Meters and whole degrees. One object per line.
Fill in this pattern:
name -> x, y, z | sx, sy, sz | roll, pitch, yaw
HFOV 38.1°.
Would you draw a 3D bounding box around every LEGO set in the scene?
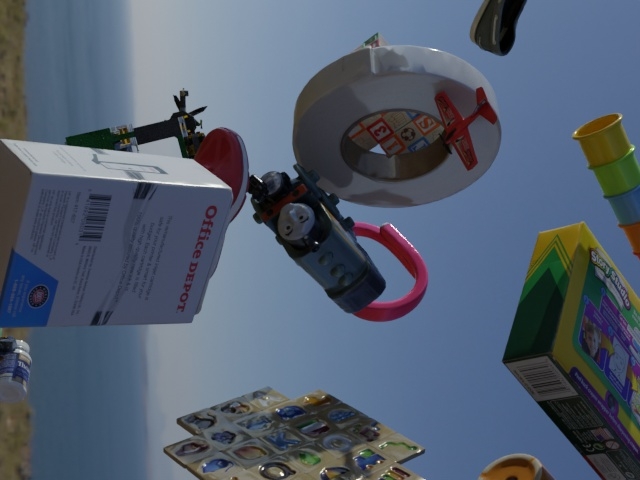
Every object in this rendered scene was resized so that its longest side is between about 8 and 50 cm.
LEGO set -> -0.371, -0.154, 1.962 | 0.192, 0.331, 0.254 | -66, 136, -78

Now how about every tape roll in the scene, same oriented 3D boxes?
tape roll -> 0.140, -0.201, 1.726 | 0.392, 0.392, 0.072 | 103, -10, -55

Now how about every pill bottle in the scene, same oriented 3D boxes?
pill bottle -> -0.613, 0.259, 1.848 | 0.120, 0.067, 0.067 | -98, -169, -47

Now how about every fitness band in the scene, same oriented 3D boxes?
fitness band -> 0.106, 0.057, 2.004 | 0.291, 0.209, 0.054 | 49, -29, 38

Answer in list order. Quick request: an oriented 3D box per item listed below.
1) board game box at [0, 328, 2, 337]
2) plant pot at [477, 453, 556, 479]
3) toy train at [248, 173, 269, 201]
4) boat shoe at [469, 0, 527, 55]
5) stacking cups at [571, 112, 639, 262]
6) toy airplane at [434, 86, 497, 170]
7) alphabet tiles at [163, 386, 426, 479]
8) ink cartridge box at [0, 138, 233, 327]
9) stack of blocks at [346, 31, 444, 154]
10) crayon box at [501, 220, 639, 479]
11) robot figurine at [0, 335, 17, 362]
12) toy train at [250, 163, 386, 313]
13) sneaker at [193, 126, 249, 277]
board game box -> -0.576, 0.126, 1.419 | 0.142, 0.144, 0.275 | -79, -174, -60
plant pot -> 0.376, 0.500, 1.686 | 0.188, 0.205, 0.205 | 61, -1, -20
toy train -> -0.145, -0.123, 1.579 | 0.158, 0.036, 0.027 | 42, 5, 22
boat shoe -> 0.442, -0.561, 2.063 | 0.099, 0.116, 0.319 | 52, -50, 40
stacking cups -> 0.559, -0.071, 1.686 | 0.316, 0.096, 0.096 | 62, -5, -15
toy airplane -> 0.243, -0.199, 1.547 | 0.151, 0.028, 0.151 | 28, -57, 54
alphabet tiles -> -0.036, 0.292, 1.287 | 0.343, 0.285, 0.011 | 21, -63, 45
ink cartridge box -> -0.200, -0.003, 0.857 | 0.086, 0.203, 0.148 | 36, -66, 43
stack of blocks -> 0.140, -0.253, 1.903 | 0.297, 0.171, 0.087 | 48, 22, -21
crayon box -> 0.493, 0.201, 1.672 | 0.106, 0.363, 0.313 | -19, -147, 40
robot figurine -> -0.507, 0.162, 1.127 | 0.085, 0.211, 0.291 | 65, 18, 2
toy train -> 0.000, 0.000, 1.685 | 0.190, 0.142, 0.334 | 56, 5, 36
sneaker -> -0.167, -0.057, 1.214 | 0.128, 0.087, 0.221 | 30, 68, -62
